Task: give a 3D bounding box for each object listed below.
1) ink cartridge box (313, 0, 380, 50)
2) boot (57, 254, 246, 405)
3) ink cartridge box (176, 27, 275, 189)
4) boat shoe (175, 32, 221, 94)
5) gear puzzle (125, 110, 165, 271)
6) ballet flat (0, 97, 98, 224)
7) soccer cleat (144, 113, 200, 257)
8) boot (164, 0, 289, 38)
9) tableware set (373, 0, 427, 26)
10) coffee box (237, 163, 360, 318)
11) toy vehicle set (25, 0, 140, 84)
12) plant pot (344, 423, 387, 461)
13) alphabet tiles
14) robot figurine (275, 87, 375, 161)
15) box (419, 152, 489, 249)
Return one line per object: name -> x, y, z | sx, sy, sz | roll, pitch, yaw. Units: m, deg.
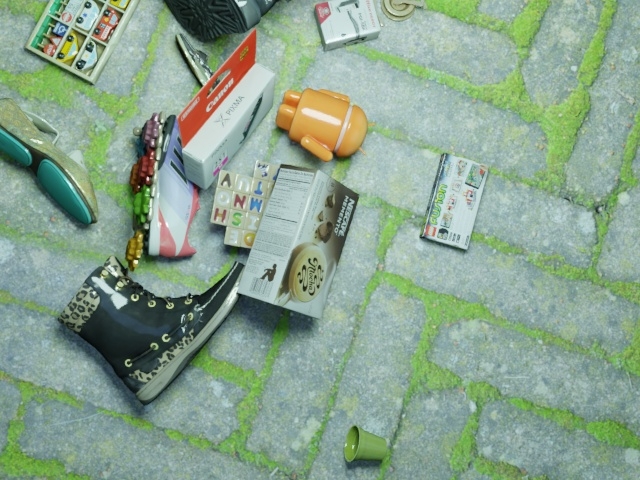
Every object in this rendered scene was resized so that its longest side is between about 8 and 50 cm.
ink cartridge box -> 0.062, -0.511, 1.582 | 0.135, 0.056, 0.099 | -16, 88, -5
boot -> -0.360, 0.136, 1.489 | 0.284, 0.138, 0.377 | 40, 92, -2
ink cartridge box -> -0.190, -0.271, 1.426 | 0.060, 0.239, 0.275 | 32, 68, 6
boat shoe -> -0.279, -0.409, 1.556 | 0.049, 0.056, 0.152 | -32, 100, -10
gear puzzle -> -0.391, -0.101, 1.453 | 0.044, 0.175, 0.338 | 9, 79, -26
ballet flat -> -0.597, -0.185, 1.497 | 0.348, 0.123, 0.123 | 42, 85, -4
soccer cleat -> -0.321, -0.119, 1.521 | 0.117, 0.109, 0.318 | 6, 89, -17
boot -> -0.097, -0.623, 1.501 | 0.445, 0.367, 0.146 | -43, 132, -18
tableware set -> 0.166, -0.616, 1.604 | 0.128, 0.039, 0.194 | -24, 90, -5
coffee box -> -0.044, 0.003, 1.477 | 0.119, 0.168, 0.297 | 13, 81, 39
toy vehicle set -> -0.530, -0.511, 1.544 | 0.166, 0.035, 0.266 | 26, 86, -3
plant pot -> 0.106, 0.469, 1.546 | 0.079, 0.083, 0.083 | 18, 86, -17
alphabet tiles -> -0.127, -0.076, 1.527 | 0.237, 0.009, 0.198 | 12, 87, -29
robot figurine -> 0.011, -0.263, 1.535 | 0.220, 0.158, 0.128 | 19, 114, -4
box -> 0.315, -0.092, 1.598 | 0.114, 0.036, 0.206 | 16, 87, -4
